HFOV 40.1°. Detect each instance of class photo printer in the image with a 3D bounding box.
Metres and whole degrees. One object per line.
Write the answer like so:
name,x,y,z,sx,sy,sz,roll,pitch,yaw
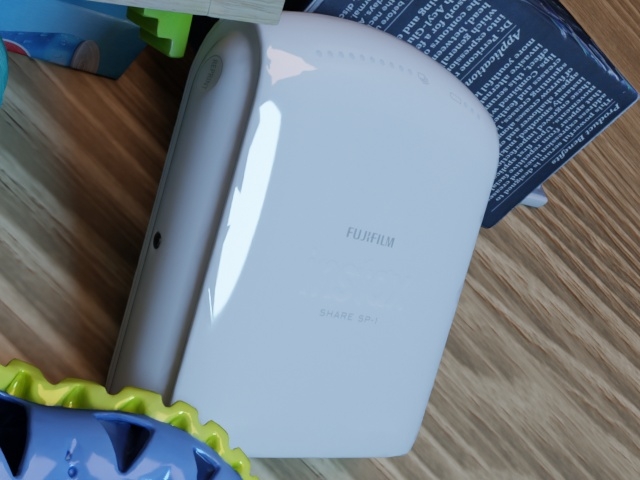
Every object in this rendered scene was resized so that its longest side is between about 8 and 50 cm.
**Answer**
photo printer,0.000,0.000,0.634,0.256,0.107,0.307,13,95,-40

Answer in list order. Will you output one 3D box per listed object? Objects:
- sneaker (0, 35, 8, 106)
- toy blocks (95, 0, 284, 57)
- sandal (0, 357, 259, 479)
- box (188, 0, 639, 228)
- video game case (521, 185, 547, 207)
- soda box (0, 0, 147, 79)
sneaker,-0.325,-0.134,0.530,0.296,0.123,0.178,16,18,-6
toy blocks,-0.195,-0.222,0.498,0.261,0.190,0.381,-3,27,-39
sandal,-0.171,0.130,0.469,0.317,0.126,0.138,28,26,-16
box,0.068,-0.222,0.841,0.395,0.212,0.293,18,37,-46
video game case,0.207,-0.133,1.140,0.190,0.022,0.173,9,56,-41
soda box,-0.241,-0.196,0.696,0.210,0.071,0.067,9,56,-41
